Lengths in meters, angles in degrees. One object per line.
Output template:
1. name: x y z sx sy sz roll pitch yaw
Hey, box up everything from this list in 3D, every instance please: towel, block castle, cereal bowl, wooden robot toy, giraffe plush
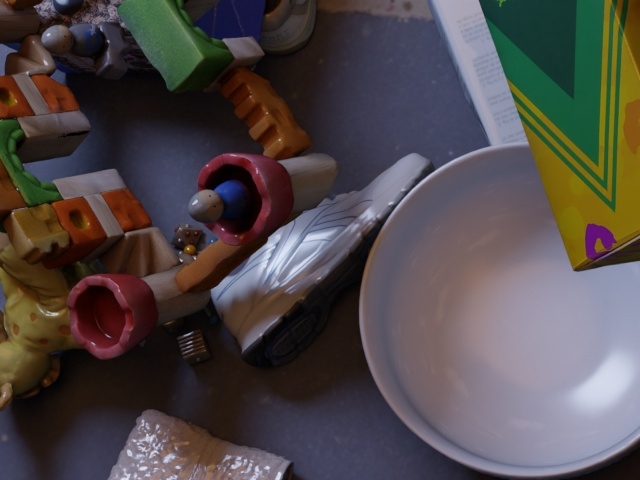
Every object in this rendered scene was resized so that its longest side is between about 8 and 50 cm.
1. towel: -0.165 0.327 1.401 0.187 0.049 0.282 18 71 17
2. block castle: -0.227 -0.138 1.343 0.303 0.213 0.453 -39 78 32
3. cereal bowl: 0.218 0.076 1.357 0.339 0.141 0.339 -5 75 18
4. wooden robot toy: -0.158 0.047 1.495 0.076 0.079 0.173 -6 68 10
5. giraffe plush: -0.324 0.092 1.478 0.170 0.181 0.210 -42 82 7

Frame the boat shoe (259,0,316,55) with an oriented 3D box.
1. boat shoe: -0.053 -0.377 1.619 0.109 0.098 0.302 -3 70 12

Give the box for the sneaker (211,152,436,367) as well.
1. sneaker: 0.000 0.000 1.467 0.297 0.111 0.129 -41 61 -6

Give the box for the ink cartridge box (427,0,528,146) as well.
1. ink cartridge box: 0.323 -0.175 1.492 0.308 0.091 0.385 -21 84 3

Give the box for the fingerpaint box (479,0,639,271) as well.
1. fingerpaint box: 0.392 -0.188 1.272 0.445 0.163 0.371 -6 71 -31

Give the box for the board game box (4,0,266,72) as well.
1. board game box: -0.212 -0.324 1.551 0.291 0.141 0.232 3 80 32
